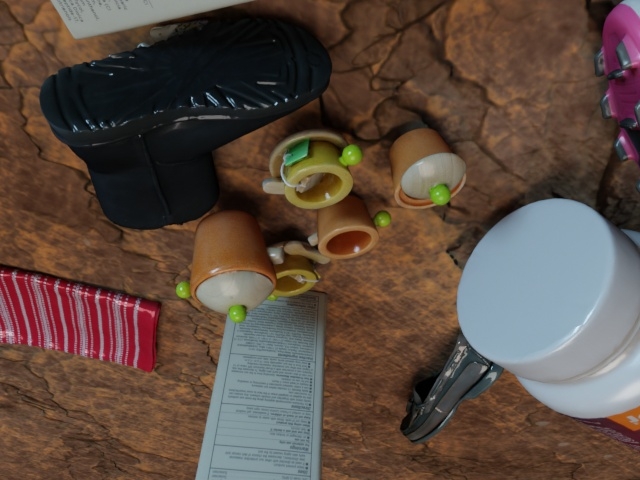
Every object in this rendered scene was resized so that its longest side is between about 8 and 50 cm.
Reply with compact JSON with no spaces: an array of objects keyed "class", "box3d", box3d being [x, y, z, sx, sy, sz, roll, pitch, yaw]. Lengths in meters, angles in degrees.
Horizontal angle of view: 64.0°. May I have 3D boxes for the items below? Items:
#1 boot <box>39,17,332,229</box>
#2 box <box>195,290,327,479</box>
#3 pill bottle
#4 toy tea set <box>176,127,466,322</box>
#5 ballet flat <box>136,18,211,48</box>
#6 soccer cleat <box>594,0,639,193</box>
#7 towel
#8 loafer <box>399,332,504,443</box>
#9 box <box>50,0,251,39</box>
[{"class":"boot","box3d":[-0.118,-0.101,0.510,0.246,0.094,0.207,-17,163,-11]},{"class":"box","box3d":[-0.072,0.219,0.684,0.148,0.311,0.121,8,136,-4]},{"class":"pill bottle","box3d":[0.367,0.122,0.609,0.392,0.224,0.224,28,132,-24]},{"class":"toy tea set","box3d":[0.000,0.000,0.556,0.200,0.124,0.336,17,138,-39]},{"class":"ballet flat","box3d":[-0.148,-0.175,0.479,0.041,0.041,0.114,36,127,-29]},{"class":"soccer cleat","box3d":[0.351,-0.061,0.426,0.143,0.116,0.331,-23,92,17]},{"class":"towel","box3d":[-0.398,0.132,0.827,0.275,0.031,0.199,14,135,-10]},{"class":"loafer","box3d":[0.200,0.245,0.866,0.084,0.096,0.267,32,126,0]},{"class":"box","box3d":[-0.070,-0.238,0.365,0.275,0.094,0.113,-6,136,11]}]
